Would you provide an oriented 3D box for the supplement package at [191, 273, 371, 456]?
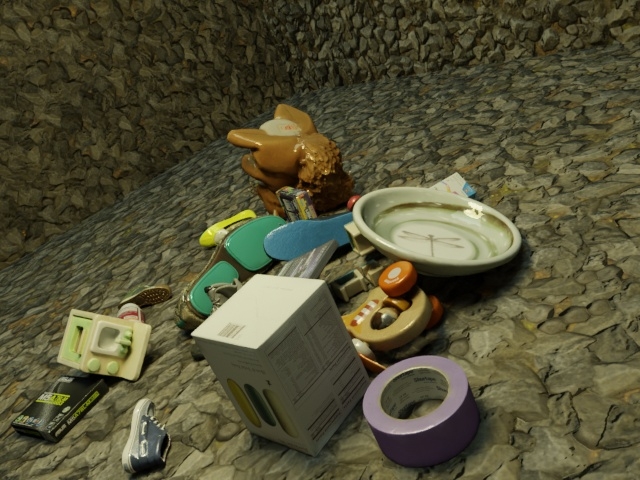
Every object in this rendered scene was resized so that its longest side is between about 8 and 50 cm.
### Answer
[{"bbox_3d":[-0.069,0.232,1.186,0.199,0.263,0.198,2,35,44],"label":"supplement package"}]

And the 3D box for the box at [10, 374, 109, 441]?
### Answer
[{"bbox_3d":[-0.677,0.431,1.595,0.190,0.045,0.184,-4,33,36],"label":"box"}]

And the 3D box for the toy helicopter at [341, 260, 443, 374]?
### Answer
[{"bbox_3d":[0.081,0.199,1.337,0.355,0.140,0.235,-19,31,38],"label":"toy helicopter"}]

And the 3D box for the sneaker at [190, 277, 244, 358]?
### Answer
[{"bbox_3d":[-0.282,0.188,1.602,0.229,0.132,0.086,-47,27,-24],"label":"sneaker"}]

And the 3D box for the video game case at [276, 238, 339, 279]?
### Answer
[{"bbox_3d":[-0.071,0.105,1.568,0.196,0.026,0.274,-56,16,-29],"label":"video game case"}]

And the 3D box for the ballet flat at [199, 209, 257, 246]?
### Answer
[{"bbox_3d":[-0.326,-0.038,2.219,0.231,0.077,0.077,-31,42,-21],"label":"ballet flat"}]

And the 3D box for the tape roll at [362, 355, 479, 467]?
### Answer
[{"bbox_3d":[0.174,0.293,1.068,0.189,0.080,0.189,-20,23,9],"label":"tape roll"}]

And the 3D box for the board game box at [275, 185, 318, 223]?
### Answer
[{"bbox_3d":[-0.063,-0.081,1.942,0.048,0.170,0.141,-33,26,-23],"label":"board game box"}]

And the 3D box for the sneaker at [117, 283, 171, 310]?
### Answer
[{"bbox_3d":[-0.569,0.171,2.005,0.192,0.064,0.086,-21,29,13],"label":"sneaker"}]

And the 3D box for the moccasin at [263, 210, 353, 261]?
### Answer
[{"bbox_3d":[0.000,0.000,1.797,0.341,0.138,0.117,-10,-6,-12],"label":"moccasin"}]

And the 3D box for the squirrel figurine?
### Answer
[{"bbox_3d":[-0.088,-0.209,2.083,0.396,0.371,0.281,23,44,21],"label":"squirrel figurine"}]

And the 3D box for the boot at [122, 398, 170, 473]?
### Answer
[{"bbox_3d":[-0.362,0.416,1.330,0.086,0.069,0.190,-13,33,5],"label":"boot"}]

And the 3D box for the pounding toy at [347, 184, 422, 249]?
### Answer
[{"bbox_3d":[0.150,-0.076,1.698,0.236,0.183,0.110,-30,60,-33],"label":"pounding toy"}]

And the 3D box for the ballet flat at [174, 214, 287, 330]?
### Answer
[{"bbox_3d":[-0.278,0.091,1.833,0.182,0.164,0.483,-36,10,46],"label":"ballet flat"}]

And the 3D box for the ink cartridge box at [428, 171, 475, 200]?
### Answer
[{"bbox_3d":[0.363,-0.124,1.742,0.122,0.052,0.088,-30,62,-12],"label":"ink cartridge box"}]

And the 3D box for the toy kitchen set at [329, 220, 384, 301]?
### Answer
[{"bbox_3d":[0.034,0.062,1.563,0.207,0.166,0.122,-28,24,-11],"label":"toy kitchen set"}]

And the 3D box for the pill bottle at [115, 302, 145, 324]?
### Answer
[{"bbox_3d":[-0.564,0.246,1.823,0.086,0.086,0.152,-27,24,-8],"label":"pill bottle"}]

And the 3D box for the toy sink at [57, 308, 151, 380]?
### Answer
[{"bbox_3d":[-0.586,0.277,1.645,0.234,0.131,0.153,3,76,43],"label":"toy sink"}]

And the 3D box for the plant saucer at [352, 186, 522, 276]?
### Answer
[{"bbox_3d":[0.270,-0.007,1.471,0.400,0.101,0.400,5,27,-3],"label":"plant saucer"}]
